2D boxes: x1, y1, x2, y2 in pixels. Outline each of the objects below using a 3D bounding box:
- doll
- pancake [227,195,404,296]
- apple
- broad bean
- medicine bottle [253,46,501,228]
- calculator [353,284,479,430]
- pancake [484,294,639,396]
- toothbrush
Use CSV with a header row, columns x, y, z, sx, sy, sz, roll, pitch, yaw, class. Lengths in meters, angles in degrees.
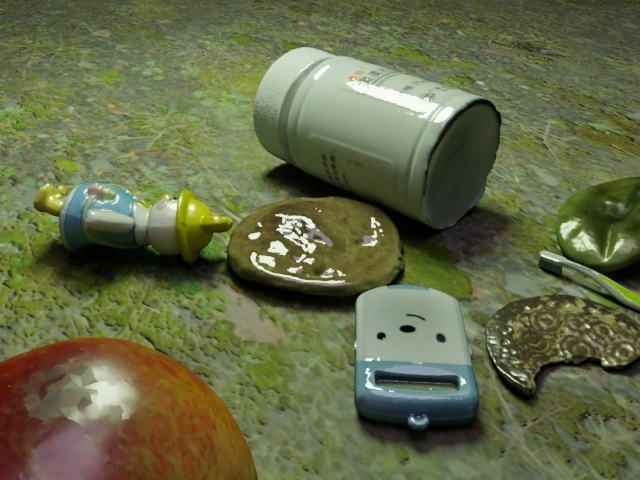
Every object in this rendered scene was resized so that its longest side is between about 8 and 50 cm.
x,y,z,sx,sy,sz,roll,pitch,yaw,class
-0.232,-0.024,0.888,0.240,0.135,0.099,3,59,5,doll
0.000,0.000,0.903,0.241,0.050,0.242,1,32,-1,pancake
-0.190,0.165,0.508,0.292,0.163,0.251,-16,36,-30,apple
0.400,-0.027,0.951,0.206,0.073,0.153,-25,28,-35,broad bean
0.074,-0.160,1.040,0.332,0.190,0.189,27,39,35,medicine bottle
0.094,0.116,0.726,0.120,0.039,0.210,2,31,3,calculator
0.273,0.114,0.759,0.190,0.020,0.184,8,31,13,pancake
0.377,0.069,0.832,0.262,0.026,0.022,26,44,35,toothbrush
